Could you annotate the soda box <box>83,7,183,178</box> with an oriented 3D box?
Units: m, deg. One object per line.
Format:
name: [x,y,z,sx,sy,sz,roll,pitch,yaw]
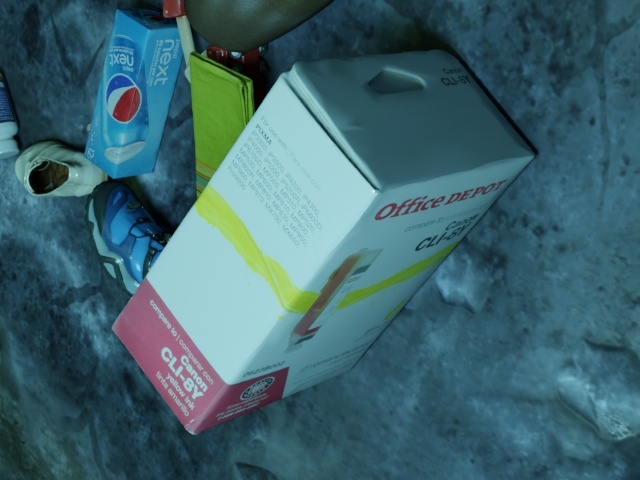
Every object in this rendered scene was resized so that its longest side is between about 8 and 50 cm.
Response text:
soda box: [-0.237,-0.188,1.660,0.067,0.071,0.210,34,120,31]

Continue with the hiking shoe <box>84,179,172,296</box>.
hiking shoe: [-0.180,0.039,1.651,0.132,0.113,0.304,-36,85,32]

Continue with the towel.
towel: [-0.118,-0.105,1.558,0.102,0.021,0.237,28,135,31]

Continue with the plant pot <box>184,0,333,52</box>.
plant pot: [-0.060,-0.311,1.409,0.215,0.215,0.230,60,144,14]

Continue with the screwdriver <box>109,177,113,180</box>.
screwdriver: [-0.288,-0.080,1.764,0.025,0.024,0.170,13,108,9]

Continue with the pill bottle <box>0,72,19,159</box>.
pill bottle: [-0.476,-0.179,1.876,0.067,0.067,0.120,-21,85,42]

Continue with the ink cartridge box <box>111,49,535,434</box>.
ink cartridge box: [0.000,0.000,1.353,0.160,0.279,0.385,52,128,20]

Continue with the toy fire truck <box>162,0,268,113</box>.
toy fire truck: [-0.127,-0.217,1.574,0.135,0.047,0.192,11,108,41]

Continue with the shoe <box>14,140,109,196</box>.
shoe: [-0.374,-0.098,1.799,0.219,0.058,0.077,6,102,49]

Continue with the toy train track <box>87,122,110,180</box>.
toy train track: [-0.307,-0.120,1.776,0.048,0.014,0.083,-17,87,42]
